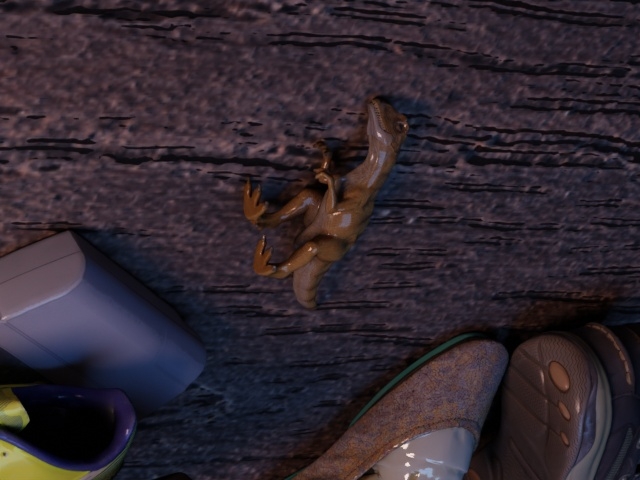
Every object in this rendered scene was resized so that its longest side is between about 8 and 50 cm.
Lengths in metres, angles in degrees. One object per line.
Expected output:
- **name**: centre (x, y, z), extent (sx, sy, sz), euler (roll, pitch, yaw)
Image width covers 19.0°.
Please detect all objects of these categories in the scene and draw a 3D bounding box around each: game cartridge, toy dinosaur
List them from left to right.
- **game cartridge**: centre (-0.241, 0.114, 1.286), extent (0.294, 0.060, 0.196), euler (-34, 141, 9)
- **toy dinosaur**: centre (0.000, 0.000, 1.288), extent (0.112, 0.064, 0.211), euler (-3, 139, -33)

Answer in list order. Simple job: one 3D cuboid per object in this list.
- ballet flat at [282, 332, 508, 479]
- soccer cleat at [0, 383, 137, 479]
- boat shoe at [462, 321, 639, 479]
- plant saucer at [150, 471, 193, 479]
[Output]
- **ballet flat**: centre (0.045, 0.205, 1.544), extent (0.316, 0.106, 0.107), euler (-41, 143, 19)
- **soccer cleat**: centre (-0.242, 0.123, 1.166), extent (0.289, 0.093, 0.121), euler (2, 145, -42)
- **boat shoe**: centre (0.216, 0.196, 1.626), extent (0.130, 0.132, 0.355), euler (-17, 149, -22)
- **plant saucer**: centre (-0.195, 0.213, 1.284), extent (0.278, 0.041, 0.278), euler (-19, 176, -1)
